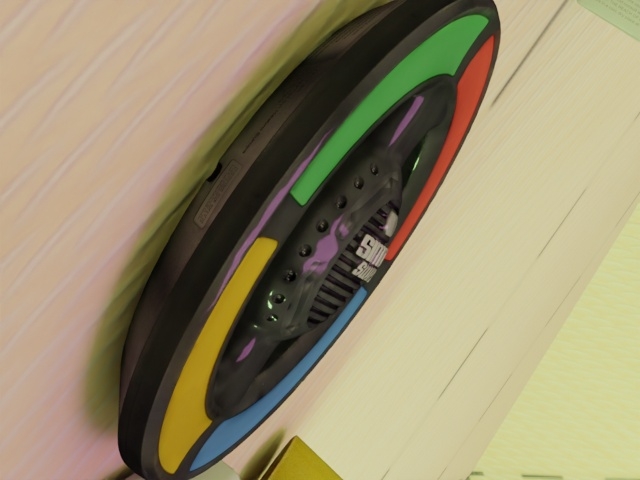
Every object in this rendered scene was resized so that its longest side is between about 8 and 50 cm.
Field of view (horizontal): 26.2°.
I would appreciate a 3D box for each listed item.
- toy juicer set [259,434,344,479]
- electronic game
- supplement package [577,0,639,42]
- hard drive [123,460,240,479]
[{"bbox_3d":[-0.080,0.237,0.728,0.209,0.089,0.329,-55,180,14],"label":"toy juicer set"},{"bbox_3d":[0.000,0.000,0.541,0.229,0.048,0.229,-50,165,-19],"label":"electronic game"},{"bbox_3d":[0.247,-0.196,0.791,0.105,0.105,0.179,-34,155,-54],"label":"supplement package"},{"bbox_3d":[-0.155,0.209,0.526,0.203,0.040,0.307,-61,166,23],"label":"hard drive"}]
